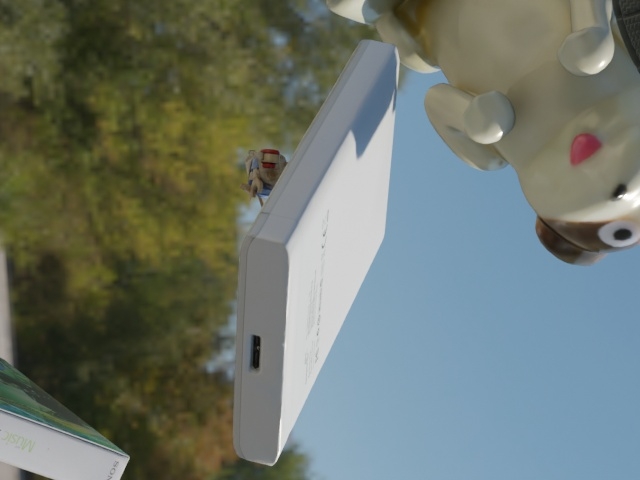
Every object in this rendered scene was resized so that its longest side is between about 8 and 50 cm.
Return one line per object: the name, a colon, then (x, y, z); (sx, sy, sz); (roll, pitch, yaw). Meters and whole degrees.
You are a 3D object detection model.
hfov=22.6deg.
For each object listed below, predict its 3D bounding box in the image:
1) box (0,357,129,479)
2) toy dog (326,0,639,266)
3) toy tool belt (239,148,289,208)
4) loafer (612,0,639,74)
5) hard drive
box: (-0.376, 0.164, 1.720); (0.322, 0.232, 0.058); (27, -91, 50)
toy dog: (0.248, -0.166, 1.779); (0.408, 0.284, 0.395); (56, 5, 16)
toy tool belt: (-0.051, -0.058, 1.543); (0.083, 0.052, 0.051); (140, -46, -84)
loafer: (0.306, -0.099, 1.088); (0.267, 0.084, 0.096); (48, -49, 2)
hard drive: (0.000, 0.000, 1.435); (0.353, 0.047, 0.233); (-61, 160, -53)
